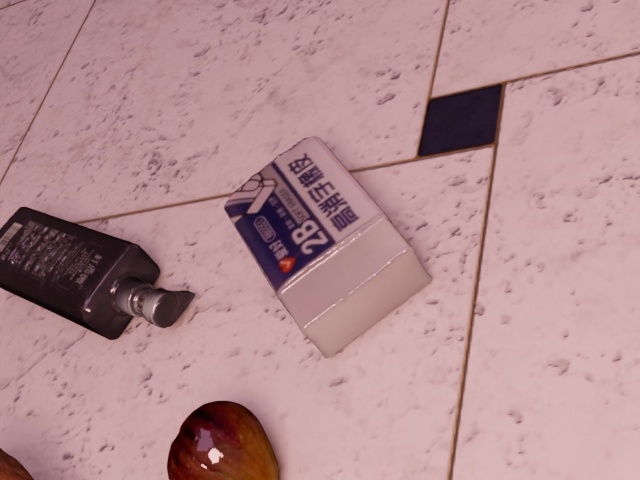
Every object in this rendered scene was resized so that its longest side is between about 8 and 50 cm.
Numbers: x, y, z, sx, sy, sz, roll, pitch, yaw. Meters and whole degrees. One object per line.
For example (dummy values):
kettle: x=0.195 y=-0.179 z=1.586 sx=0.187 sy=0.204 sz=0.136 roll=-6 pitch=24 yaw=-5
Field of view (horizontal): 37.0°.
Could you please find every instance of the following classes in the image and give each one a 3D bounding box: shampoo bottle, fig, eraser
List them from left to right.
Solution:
shampoo bottle: x=-0.261 y=0.038 z=1.049 sx=0.309 sy=0.071 sz=0.098 roll=15 pitch=63 yaw=43
fig: x=-0.062 y=0.189 z=0.778 sx=0.125 sy=0.089 sz=0.089 roll=32 pitch=74 yaw=21
eraser: x=0.000 y=0.000 z=0.900 sx=0.124 sy=0.068 sz=0.210 roll=-36 pitch=42 yaw=-1

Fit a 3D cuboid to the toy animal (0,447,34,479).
toy animal: x=-0.224 y=0.256 z=0.765 sx=0.312 sy=0.157 sz=0.097 roll=25 pitch=71 yaw=47
